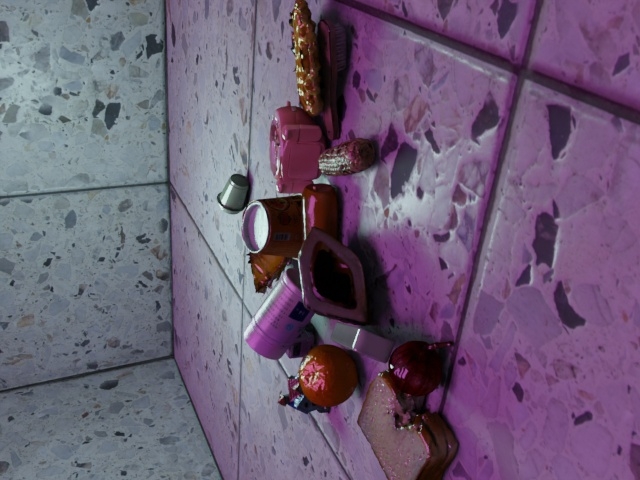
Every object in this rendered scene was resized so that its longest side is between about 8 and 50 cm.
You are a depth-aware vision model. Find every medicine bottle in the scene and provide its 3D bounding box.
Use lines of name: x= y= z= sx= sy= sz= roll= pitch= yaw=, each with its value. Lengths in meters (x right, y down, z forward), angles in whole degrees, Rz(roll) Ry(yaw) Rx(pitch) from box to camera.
medicine bottle: x=-0.111 y=0.227 z=1.984 sx=0.254 sy=0.152 sz=0.152 roll=-55 pitch=41 yaw=17

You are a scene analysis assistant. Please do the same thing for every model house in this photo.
model house: x=0.052 y=0.110 z=1.728 sx=0.239 sy=0.173 sz=0.268 roll=40 pitch=-135 yaw=-71
model house: x=-0.061 y=0.495 z=2.083 sx=0.119 sy=0.148 sz=0.148 roll=10 pitch=109 yaw=64

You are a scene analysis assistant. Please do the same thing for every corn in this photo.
corn: x=0.059 y=-0.210 z=1.674 sx=0.253 sy=0.086 sz=0.086 roll=179 pitch=83 yaw=-66

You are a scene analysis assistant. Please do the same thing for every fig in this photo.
fig: x=0.220 y=0.284 z=1.436 sx=0.150 sy=0.128 sz=0.128 roll=-29 pitch=71 yaw=59

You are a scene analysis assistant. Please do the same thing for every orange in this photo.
orange: x=0.022 y=0.386 z=1.845 sx=0.177 sy=0.155 sz=0.178 roll=-27 pitch=47 yaw=33

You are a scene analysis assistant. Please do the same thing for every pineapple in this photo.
pineapple: x=-0.158 y=0.023 z=2.205 sx=0.161 sy=0.158 sz=0.335 roll=45 pitch=-155 yaw=-60

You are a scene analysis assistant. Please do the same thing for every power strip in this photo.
power strip: x=0.094 y=0.252 z=1.625 sx=0.385 sy=0.091 sz=0.062 roll=148 pitch=145 yaw=-80

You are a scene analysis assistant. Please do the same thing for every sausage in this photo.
sausage: x=-0.001 y=-0.001 z=1.856 sx=0.112 sy=0.112 sz=0.328 roll=-146 pitch=50 yaw=-59

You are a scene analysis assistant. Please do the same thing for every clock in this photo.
clock: x=-0.075 y=-0.283 z=1.902 sx=0.241 sy=0.142 sz=0.227 roll=-115 pitch=28 yaw=-53

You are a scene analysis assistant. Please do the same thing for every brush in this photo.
brush: x=0.039 y=-0.419 z=1.697 sx=0.070 sy=0.065 sz=0.328 roll=44 pitch=146 yaw=47

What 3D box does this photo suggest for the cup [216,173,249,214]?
cup: x=-0.336 y=-0.184 z=2.525 sx=0.141 sy=0.120 sz=0.120 roll=-59 pitch=44 yaw=40

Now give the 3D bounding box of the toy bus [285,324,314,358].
toy bus: x=-0.097 y=0.299 z=2.146 sx=0.199 sy=0.108 sz=0.096 roll=-129 pitch=38 yaw=-48

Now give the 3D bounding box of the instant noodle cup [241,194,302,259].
instant noodle cup: x=-0.133 y=-0.042 z=1.996 sx=0.215 sy=0.172 sz=0.216 roll=2 pitch=93 yaw=53

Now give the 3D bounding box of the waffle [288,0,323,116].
waffle: x=-0.040 y=-0.490 z=1.743 sx=0.307 sy=0.060 sz=0.312 roll=-111 pitch=15 yaw=-63

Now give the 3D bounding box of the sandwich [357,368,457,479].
sandwich: x=0.202 y=0.463 z=1.560 sx=0.273 sy=0.095 sz=0.249 roll=56 pitch=146 yaw=42
